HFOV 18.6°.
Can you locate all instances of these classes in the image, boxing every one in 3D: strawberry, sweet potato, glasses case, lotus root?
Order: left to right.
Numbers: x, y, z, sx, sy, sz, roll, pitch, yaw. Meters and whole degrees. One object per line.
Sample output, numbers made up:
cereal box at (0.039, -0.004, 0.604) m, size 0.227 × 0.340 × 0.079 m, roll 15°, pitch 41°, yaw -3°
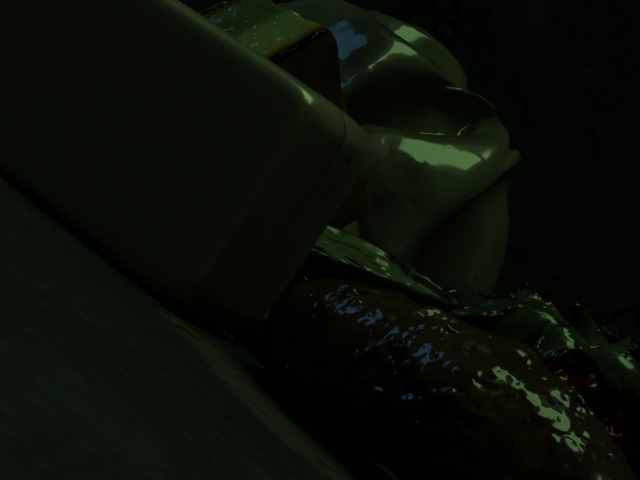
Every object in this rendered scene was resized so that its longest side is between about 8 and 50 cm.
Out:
glasses case at (-0.130, -0.087, 1.143) m, size 0.336 × 0.144 × 0.076 m, roll 37°, pitch 4°, yaw 35°
lotus root at (-0.017, 0.025, 1.215) m, size 0.204 × 0.078 × 0.183 m, roll 24°, pitch 6°, yaw 1°
sweet potato at (0.072, 0.090, 0.910) m, size 0.341 × 0.092 × 0.114 m, roll 37°, pitch -13°, yaw 44°
strawberry at (0.152, 0.128, 1.203) m, size 0.174 × 0.098 × 0.228 m, roll 32°, pitch -22°, yaw 28°

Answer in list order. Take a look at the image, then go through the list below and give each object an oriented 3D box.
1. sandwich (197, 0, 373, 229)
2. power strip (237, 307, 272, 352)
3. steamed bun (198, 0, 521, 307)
sandwich at (-0.086, -0.039, 1.340) m, size 0.108 × 0.220 × 0.186 m, roll 33°, pitch -36°, yaw 49°
power strip at (0.025, 0.086, 1.130) m, size 0.169 × 0.028 × 0.076 m, roll 32°, pitch 0°, yaw -30°
steamed bun at (0.017, -0.077, 1.699) m, size 0.368 × 0.255 × 0.342 m, roll 36°, pitch 0°, yaw 4°
